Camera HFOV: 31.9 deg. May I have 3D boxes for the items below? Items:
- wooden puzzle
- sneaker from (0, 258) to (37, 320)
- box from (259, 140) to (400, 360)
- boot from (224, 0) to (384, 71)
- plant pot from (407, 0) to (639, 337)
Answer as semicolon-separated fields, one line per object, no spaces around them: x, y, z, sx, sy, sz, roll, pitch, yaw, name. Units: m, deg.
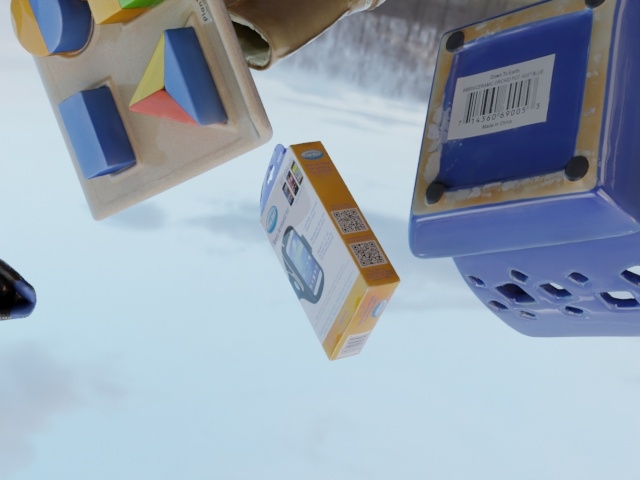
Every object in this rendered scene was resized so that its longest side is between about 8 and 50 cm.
-0.232;-0.208;1.257;0.347;0.322;0.080;-21;-179;43;wooden puzzle
-0.351;0.028;1.035;0.087;0.083;0.221;12;177;37;sneaker
0.000;0.000;0.732;0.028;0.081;0.136;-8;-125;-28;box
-0.069;-0.330;1.450;0.236;0.089;0.269;28;-138;26;boot
0.207;-0.064;0.877;0.236;0.236;0.212;-8;154;45;plant pot
